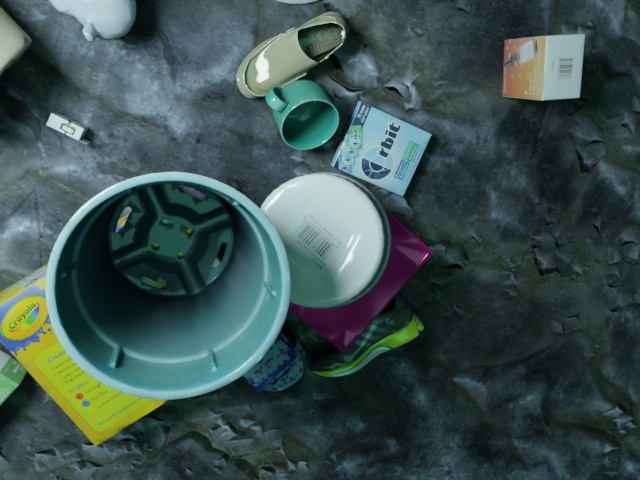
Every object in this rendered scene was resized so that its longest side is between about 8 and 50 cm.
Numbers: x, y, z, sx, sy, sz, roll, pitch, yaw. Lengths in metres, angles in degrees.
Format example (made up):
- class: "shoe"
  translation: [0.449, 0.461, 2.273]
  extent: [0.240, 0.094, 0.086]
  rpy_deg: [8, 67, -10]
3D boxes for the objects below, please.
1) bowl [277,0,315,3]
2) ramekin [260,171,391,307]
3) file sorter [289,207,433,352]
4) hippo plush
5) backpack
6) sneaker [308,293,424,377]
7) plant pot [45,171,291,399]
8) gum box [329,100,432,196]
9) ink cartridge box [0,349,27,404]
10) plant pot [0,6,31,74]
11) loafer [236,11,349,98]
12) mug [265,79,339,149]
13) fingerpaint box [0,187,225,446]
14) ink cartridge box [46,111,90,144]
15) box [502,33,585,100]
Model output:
- class: "bowl"
  translation: [-0.040, -0.620, 1.087]
  extent: [0.297, 0.134, 0.298]
  rpy_deg: [-3, 106, -10]
- class: "ramekin"
  translation: [0.000, 0.000, 1.093]
  extent: [0.277, 0.135, 0.277]
  rpy_deg: [0, 90, 5]
- class: "file sorter"
  translation: [0.058, 0.052, 1.274]
  extent: [0.202, 0.182, 0.291]
  rpy_deg: [40, 94, -17]
- class: "hippo plush"
  translation: [-0.380, -0.505, 1.045]
  extent: [0.294, 0.234, 0.237]
  rpy_deg: [28, 131, 0]
- class: "backpack"
  translation: [-0.113, 0.288, 1.347]
  extent: [0.158, 0.117, 0.173]
  rpy_deg: [-36, 112, 2]
- class: "sneaker"
  translation: [0.098, 0.230, 1.387]
  extent: [0.299, 0.111, 0.121]
  rpy_deg: [-28, 99, -8]
- class: "plant pot"
  translation: [-0.251, 0.033, 0.963]
  extent: [0.340, 0.334, 0.341]
  rpy_deg: [-4, 105, -15]
- class: "gum box"
  translation: [0.137, -0.207, 1.288]
  extent: [0.184, 0.041, 0.157]
  rpy_deg: [21, 101, -15]
- class: "ink cartridge box"
  translation: [-0.786, 0.290, 1.228]
  extent: [0.219, 0.092, 0.160]
  rpy_deg: [43, 94, -18]
- class: "plant pot"
  translation: [-0.693, -0.371, 0.957]
  extent: [0.334, 0.334, 0.305]
  rpy_deg: [-45, 119, 4]
- class: "loafer"
  translation: [-0.057, -0.388, 1.171]
  extent: [0.268, 0.092, 0.102]
  rpy_deg: [-35, 109, 1]
- class: "mug"
  translation: [-0.039, -0.279, 1.183]
  extent: [0.129, 0.097, 0.158]
  rpy_deg: [-23, 143, 0]
- class: "fingerpaint box"
  translation: [-0.397, 0.156, 1.226]
  extent: [0.444, 0.163, 0.371]
  rpy_deg: [-33, 110, -3]
- class: "ink cartridge box"
  translation: [-0.507, -0.229, 1.154]
  extent: [0.083, 0.048, 0.028]
  rpy_deg: [27, 100, -18]
- class: "box"
  translation: [0.481, -0.377, 1.237]
  extent: [0.090, 0.170, 0.130]
  rpy_deg: [-6, 107, -10]
